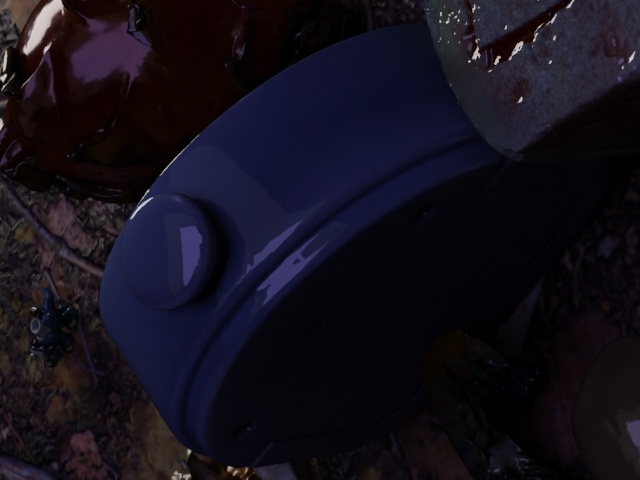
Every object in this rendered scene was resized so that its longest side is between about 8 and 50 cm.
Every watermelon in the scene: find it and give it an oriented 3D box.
[{"bbox_3d":[0.212,-0.176,1.204,0.201,0.261,0.213,110,153,-70],"label":"watermelon"}]

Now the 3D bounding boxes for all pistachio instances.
[{"bbox_3d":[0.265,0.156,1.275,0.206,0.129,0.131,52,163,29],"label":"pistachio"}]

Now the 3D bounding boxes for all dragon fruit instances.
[{"bbox_3d":[-0.145,-0.152,1.602,0.315,0.250,0.250,-45,59,33],"label":"dragon fruit"}]

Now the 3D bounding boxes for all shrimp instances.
[{"bbox_3d":[0.163,0.171,1.344,0.262,0.051,0.198,52,165,17],"label":"shrimp"}]

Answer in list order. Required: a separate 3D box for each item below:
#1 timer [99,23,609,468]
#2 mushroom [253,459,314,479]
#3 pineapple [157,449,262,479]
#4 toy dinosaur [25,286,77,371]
[{"bbox_3d":[0.000,0.000,1.363,0.395,0.395,0.173,-50,61,28],"label":"timer"},{"bbox_3d":[-0.051,0.121,1.586,0.071,0.084,0.209,-21,68,21],"label":"mushroom"},{"bbox_3d":[-0.099,0.283,1.586,0.114,0.236,0.186,23,141,45],"label":"pineapple"},{"bbox_3d":[-0.273,0.089,1.820,0.030,0.047,0.083,14,98,43],"label":"toy dinosaur"}]
